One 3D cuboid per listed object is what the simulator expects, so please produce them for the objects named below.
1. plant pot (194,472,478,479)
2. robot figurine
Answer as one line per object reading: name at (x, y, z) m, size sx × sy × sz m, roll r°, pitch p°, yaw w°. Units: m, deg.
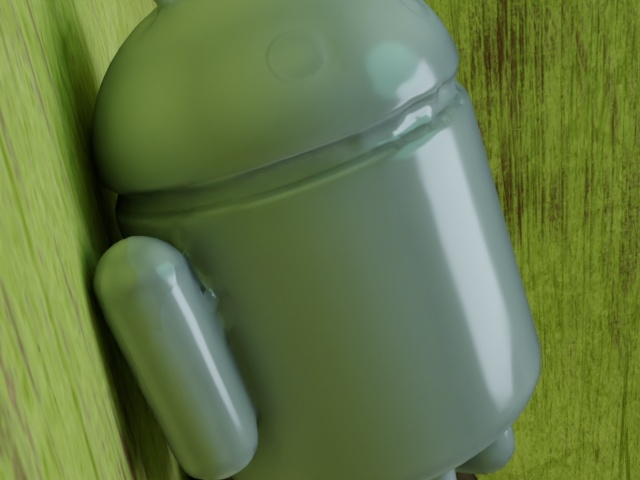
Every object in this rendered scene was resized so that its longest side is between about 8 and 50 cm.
plant pot at (-0.013, 0.139, 0.739) m, size 0.215 × 0.215 × 0.230 m, roll -128°, pitch -166°, yaw -81°
robot figurine at (0.000, 0.000, 0.544) m, size 0.300 × 0.199 × 0.353 m, roll -41°, pitch 118°, yaw -50°
